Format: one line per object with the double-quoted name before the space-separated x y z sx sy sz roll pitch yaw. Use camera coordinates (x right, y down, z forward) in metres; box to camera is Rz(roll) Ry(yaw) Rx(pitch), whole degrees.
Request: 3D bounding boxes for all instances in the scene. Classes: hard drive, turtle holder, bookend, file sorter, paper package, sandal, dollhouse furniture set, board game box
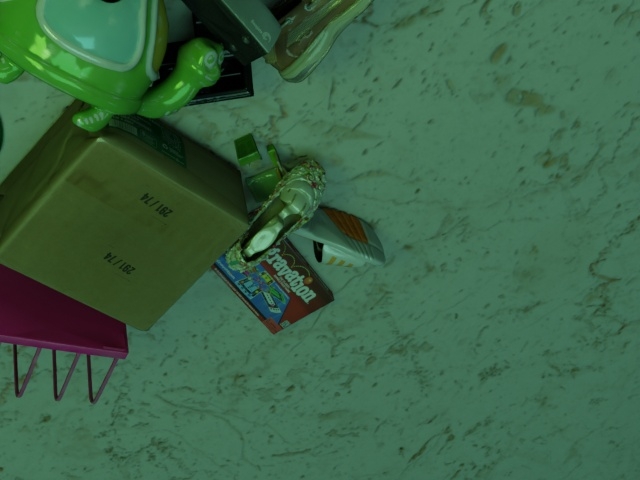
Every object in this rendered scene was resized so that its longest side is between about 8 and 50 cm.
"hard drive" -0.164 -0.363 1.569 0.054 0.172 0.254 -46 103 -10
"turtle holder" -0.308 -0.291 1.564 0.320 0.243 0.227 33 103 1
"bookend" -0.189 -0.296 1.723 0.156 0.072 0.157 -9 132 -9
"file sorter" -0.511 0.158 1.946 0.291 0.202 0.182 12 129 -25
"paper package" -0.330 -0.047 1.837 0.325 0.168 0.309 31 115 -35
"sandal" -0.002 -0.008 2.022 0.265 0.102 0.076 21 129 -28
"dollhouse furniture set" -0.098 -0.112 1.922 0.076 0.058 0.151 -23 133 4
"board game box" -0.100 0.063 2.099 0.145 0.027 0.281 -31 132 9

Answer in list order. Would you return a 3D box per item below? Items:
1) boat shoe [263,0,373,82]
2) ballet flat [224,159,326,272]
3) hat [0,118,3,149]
"boat shoe" 0.013 -0.387 1.674 0.116 0.123 0.324 34 109 -19
"ballet flat" -0.066 -0.038 1.884 0.091 0.077 0.241 42 80 -15
"hat" -0.575 -0.103 1.700 0.173 0.183 0.208 3 129 -20
